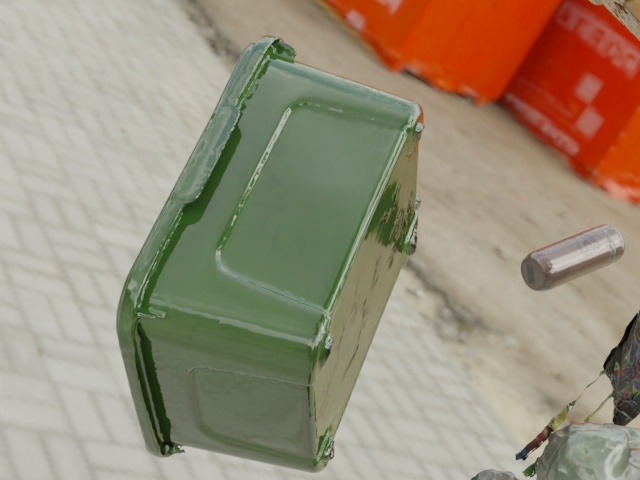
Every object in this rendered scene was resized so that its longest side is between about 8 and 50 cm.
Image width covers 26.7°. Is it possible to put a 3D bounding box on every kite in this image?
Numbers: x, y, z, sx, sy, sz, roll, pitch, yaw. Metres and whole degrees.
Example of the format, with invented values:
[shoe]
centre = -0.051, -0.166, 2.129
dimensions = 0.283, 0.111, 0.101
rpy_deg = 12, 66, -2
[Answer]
[kite]
centre = 0.296, 0.162, 1.377
dimensions = 0.015, 0.285, 0.152
rpy_deg = 26, -32, 44

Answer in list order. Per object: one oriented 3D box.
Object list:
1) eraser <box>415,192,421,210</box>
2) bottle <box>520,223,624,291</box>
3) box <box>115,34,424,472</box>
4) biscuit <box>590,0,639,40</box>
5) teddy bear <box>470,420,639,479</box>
[eraser]
centre = 0.000, 0.000, 1.793
dimensions = 0.155, 0.332, 0.101
rpy_deg = 42, 51, 6
[bottle]
centre = 0.317, 0.022, 1.690
dimensions = 0.140, 0.053, 0.053
rpy_deg = -19, 47, -30
[box]
centre = -0.028, 0.018, 1.140
dimensions = 0.178, 0.253, 0.328
rpy_deg = 13, 56, 13
[biscuit]
centre = 0.117, -0.175, 0.678
dimensions = 0.165, 0.036, 0.250
rpy_deg = 43, 12, -37
[teddy bear]
centre = 0.210, 0.197, 0.891
dimensions = 0.236, 0.151, 0.267
rpy_deg = 4, -8, 9
